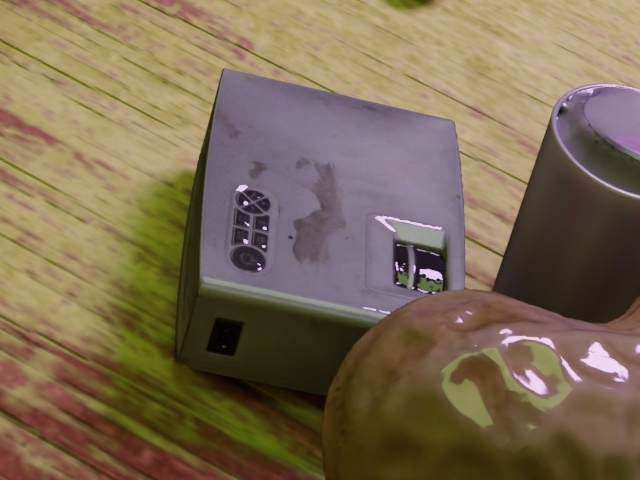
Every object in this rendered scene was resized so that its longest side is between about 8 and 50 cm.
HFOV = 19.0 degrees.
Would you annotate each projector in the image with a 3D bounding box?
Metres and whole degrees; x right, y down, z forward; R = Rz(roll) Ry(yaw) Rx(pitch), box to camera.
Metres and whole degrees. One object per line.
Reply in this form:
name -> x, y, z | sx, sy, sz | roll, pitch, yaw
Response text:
projector -> 0.000, 0.000, 0.827 | 0.115, 0.061, 0.147 | 11, 42, -7

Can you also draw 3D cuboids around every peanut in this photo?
peanut -> 0.138, 0.067, 0.752 | 0.298, 0.120, 0.136 | -5, 78, -25

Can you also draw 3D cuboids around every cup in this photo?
cup -> 0.124, -0.016, 0.849 | 0.074, 0.116, 0.104 | 18, 42, 0
